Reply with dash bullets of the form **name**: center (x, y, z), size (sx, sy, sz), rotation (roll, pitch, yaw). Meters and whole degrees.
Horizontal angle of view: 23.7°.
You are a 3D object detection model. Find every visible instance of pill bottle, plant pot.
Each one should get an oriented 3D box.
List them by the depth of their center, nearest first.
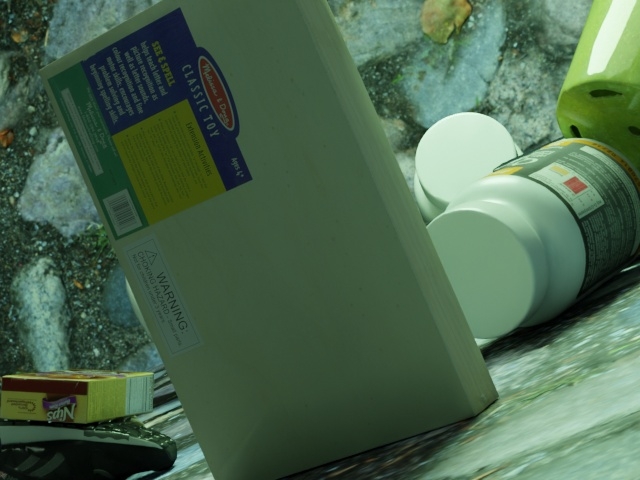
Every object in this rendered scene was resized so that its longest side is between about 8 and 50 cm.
- **pill bottle**: center (0.219, -0.003, 1.569), size (0.162, 0.162, 0.278), rotation (-23, 1, 36)
- **plant pot**: center (0.392, -0.203, 1.691), size (0.276, 0.276, 0.254), rotation (-22, 33, 60)
- **pill bottle**: center (0.216, -0.061, 2.122), size (0.160, 0.160, 0.283), rotation (-24, -21, 3)

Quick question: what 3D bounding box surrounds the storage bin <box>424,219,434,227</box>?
- **storage bin**: center (0.125, 0.050, 2.076), size (0.084, 0.122, 0.180), rotation (-24, 1, -18)

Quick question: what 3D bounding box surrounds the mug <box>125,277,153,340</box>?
- **mug**: center (-0.183, 0.066, 2.515), size (0.276, 0.328, 0.374), rotation (-24, 1, 33)

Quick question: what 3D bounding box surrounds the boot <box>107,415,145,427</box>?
- **boot**: center (-0.288, 0.263, 1.883), size (0.165, 0.077, 0.213), rotation (-24, 6, 7)

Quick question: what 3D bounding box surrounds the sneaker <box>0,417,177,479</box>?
- **sneaker**: center (-0.300, 0.266, 1.724), size (0.283, 0.124, 0.107), rotation (1, -4, 9)

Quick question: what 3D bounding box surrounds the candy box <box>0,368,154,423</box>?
- **candy box**: center (-0.278, 0.178, 1.770), size (0.109, 0.053, 0.186), rotation (1, -3, 16)

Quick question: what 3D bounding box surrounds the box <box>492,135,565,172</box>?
- **box**: center (0.313, -0.049, 1.843), size (0.156, 0.158, 0.093), rotation (-24, 1, 19)

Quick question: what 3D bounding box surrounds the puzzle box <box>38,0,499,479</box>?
- **puzzle box**: center (-0.050, -0.012, 1.268), size (0.272, 0.409, 0.052), rotation (-22, 2, 33)
